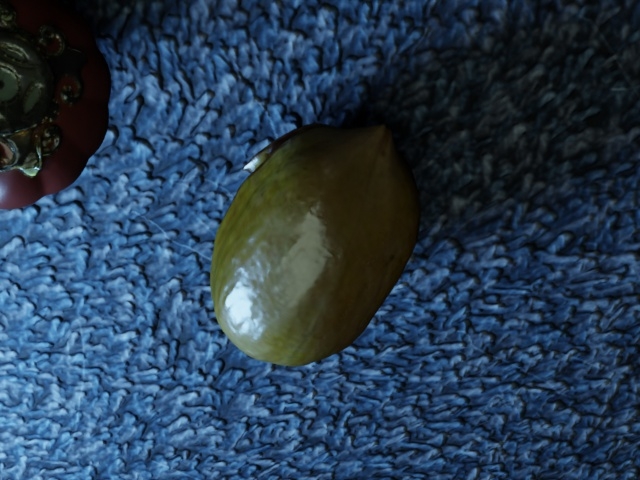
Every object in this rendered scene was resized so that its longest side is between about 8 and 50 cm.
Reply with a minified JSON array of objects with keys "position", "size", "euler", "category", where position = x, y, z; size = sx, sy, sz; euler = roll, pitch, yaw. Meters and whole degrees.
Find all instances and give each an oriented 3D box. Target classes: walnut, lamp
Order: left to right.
[{"position":[-0.315,-0.142,1.125],"size":[0.227,0.227,0.227],"euler":[3,127,4],"category":"lamp"},{"position":[0.000,0.000,1.200],"size":[0.203,0.203,0.298],"euler":[28,121,-14],"category":"walnut"}]
